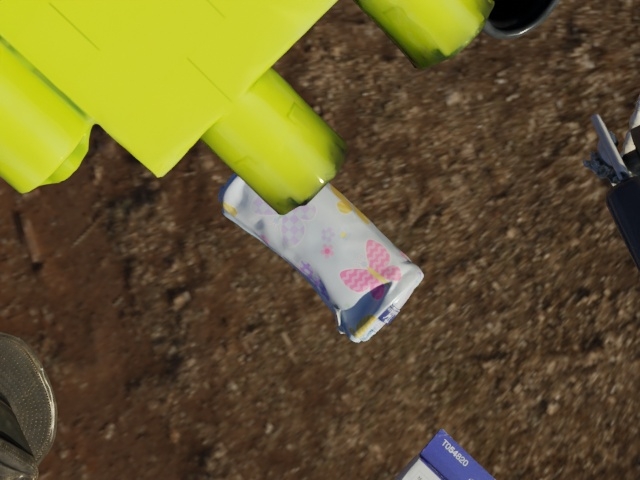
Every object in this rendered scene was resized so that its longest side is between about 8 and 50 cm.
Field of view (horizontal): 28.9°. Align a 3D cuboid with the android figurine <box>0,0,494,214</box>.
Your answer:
[{"bbox_3d":[-0.063,-0.140,0.453,0.248,0.056,0.273,-43,113,2],"label":"android figurine"}]

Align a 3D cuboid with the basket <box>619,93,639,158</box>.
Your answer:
[{"bbox_3d":[0.542,-0.199,1.400,0.331,0.328,0.266,19,128,13],"label":"basket"}]

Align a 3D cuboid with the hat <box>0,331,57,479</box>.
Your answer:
[{"bbox_3d":[-0.430,0.259,1.480,0.134,0.331,0.331,24,110,41],"label":"hat"}]

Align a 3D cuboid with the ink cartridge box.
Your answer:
[{"bbox_3d":[0.180,0.414,1.727,0.223,0.045,0.224,43,74,0],"label":"ink cartridge box"}]

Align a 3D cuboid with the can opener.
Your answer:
[{"bbox_3d":[0.304,-0.029,1.126,0.093,0.280,0.074,-26,126,18],"label":"can opener"}]

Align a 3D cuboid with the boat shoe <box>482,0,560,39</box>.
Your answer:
[{"bbox_3d":[0.165,-0.346,1.020,0.187,0.500,0.156,-20,65,-9],"label":"boat shoe"}]

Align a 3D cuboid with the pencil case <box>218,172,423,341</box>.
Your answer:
[{"bbox_3d":[0.000,0.000,1.553,0.273,0.113,0.124,45,106,8],"label":"pencil case"}]
